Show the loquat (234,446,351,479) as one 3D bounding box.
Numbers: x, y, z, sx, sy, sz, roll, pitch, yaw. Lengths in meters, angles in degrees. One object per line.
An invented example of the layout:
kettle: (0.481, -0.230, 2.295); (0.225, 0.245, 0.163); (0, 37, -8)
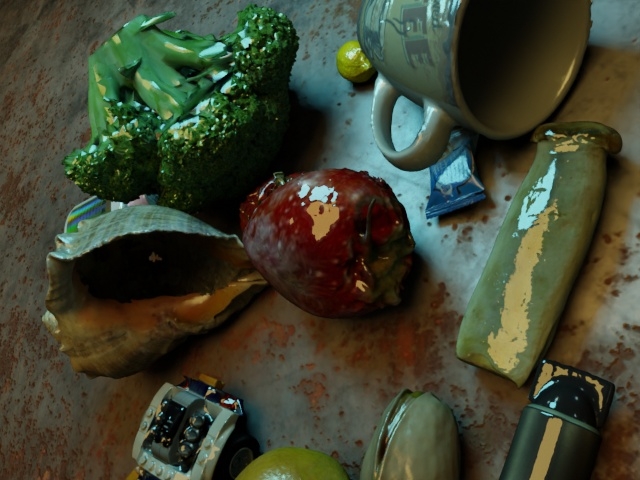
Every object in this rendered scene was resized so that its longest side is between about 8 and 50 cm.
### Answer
loquat: (-0.030, 0.328, 0.618); (0.176, 0.187, 0.234); (-25, 32, 17)

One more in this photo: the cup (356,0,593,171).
cup: (0.155, -0.234, 0.777); (0.301, 0.227, 0.257); (-60, 36, 3)

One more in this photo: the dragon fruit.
dragon fruit: (-0.055, -0.037, 0.883); (0.162, 0.106, 0.083); (-36, 53, 13)

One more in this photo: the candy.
candy: (0.179, -0.097, 0.793); (0.088, 0.038, 0.136); (-23, 48, 41)

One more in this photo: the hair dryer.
hair dryer: (0.291, 0.239, 0.533); (0.248, 0.078, 0.196); (18, 78, 30)

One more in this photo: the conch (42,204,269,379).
conch: (-0.265, 0.046, 0.896); (0.352, 0.297, 0.210); (-27, 56, -7)

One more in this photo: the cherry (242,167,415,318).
cherry: (0.000, 0.000, 0.769); (0.249, 0.192, 0.175); (2, 44, 31)

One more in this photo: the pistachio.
pistachio: (0.096, 0.234, 0.637); (0.113, 0.113, 0.149); (-8, 58, 32)

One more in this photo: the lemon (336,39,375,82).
lemon: (0.059, -0.285, 0.952); (0.065, 0.065, 0.092); (-51, 40, 3)

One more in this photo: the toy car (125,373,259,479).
toy car: (-0.205, 0.329, 0.802); (0.193, 0.118, 0.301); (10, 73, 41)

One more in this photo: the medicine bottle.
medicine bottle: (-0.396, -0.047, 1.148); (0.219, 0.078, 0.115); (-21, 55, 26)

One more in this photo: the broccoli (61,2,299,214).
broccoli: (-0.201, -0.211, 0.955); (0.413, 0.321, 0.310); (-35, 81, 13)

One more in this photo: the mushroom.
mushroom: (0.245, 0.006, 0.667); (0.100, 0.081, 0.312); (17, 82, 43)
